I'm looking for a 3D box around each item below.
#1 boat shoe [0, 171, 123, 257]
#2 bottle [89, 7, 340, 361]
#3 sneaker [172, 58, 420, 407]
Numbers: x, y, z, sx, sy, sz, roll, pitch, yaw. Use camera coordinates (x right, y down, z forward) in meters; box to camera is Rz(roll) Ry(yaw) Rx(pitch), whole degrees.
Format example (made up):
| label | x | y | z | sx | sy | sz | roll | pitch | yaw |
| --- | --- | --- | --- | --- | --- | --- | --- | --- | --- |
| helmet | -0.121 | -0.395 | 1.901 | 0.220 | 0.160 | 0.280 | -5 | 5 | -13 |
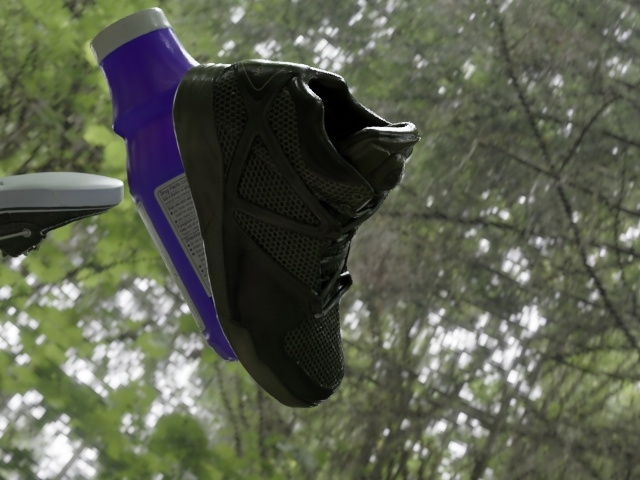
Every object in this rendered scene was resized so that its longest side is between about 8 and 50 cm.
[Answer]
| label | x | y | z | sx | sy | sz | roll | pitch | yaw |
| --- | --- | --- | --- | --- | --- | --- | --- | --- | --- |
| boat shoe | -0.298 | -0.022 | 1.324 | 0.219 | 0.078 | 0.070 | -7 | -73 | -12 |
| bottle | -0.092 | -0.048 | 1.103 | 0.283 | 0.118 | 0.092 | 62 | -18 | 3 |
| sneaker | 0.000 | 0.000 | 0.825 | 0.130 | 0.087 | 0.227 | -2 | -70 | 28 |
